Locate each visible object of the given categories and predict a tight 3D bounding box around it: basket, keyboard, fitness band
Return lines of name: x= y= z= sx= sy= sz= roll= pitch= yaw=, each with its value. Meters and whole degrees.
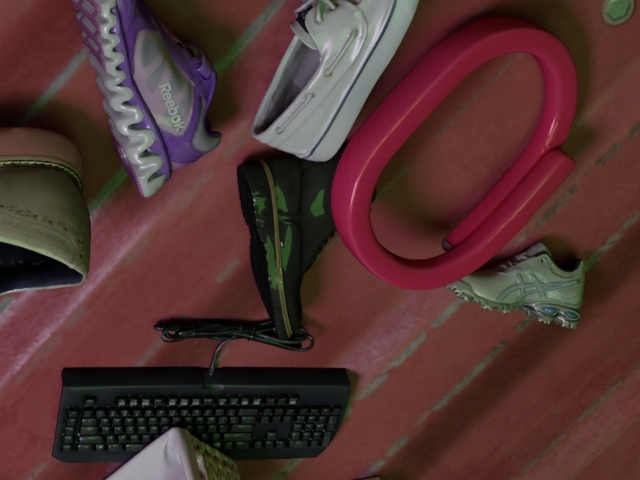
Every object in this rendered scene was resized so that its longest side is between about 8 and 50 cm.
basket: x=-0.167 y=0.299 z=1.368 sx=0.167 sy=0.113 sz=0.103 roll=-38 pitch=136 yaw=18
keyboard: x=-0.118 y=0.161 z=1.359 sx=0.317 sy=0.033 sz=0.202 roll=1 pitch=120 yaw=-20
fitness band: x=0.138 y=-0.084 z=1.249 sx=0.291 sy=0.054 sz=0.209 roll=-48 pitch=126 yaw=1

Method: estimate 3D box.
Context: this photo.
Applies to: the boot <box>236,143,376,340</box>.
boot: x=0.000 y=0.000 z=1.274 sx=0.137 sy=0.077 sz=0.198 roll=-16 pitch=126 yaw=-14

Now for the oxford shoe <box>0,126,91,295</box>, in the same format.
oxford shoe: x=-0.391 y=0.008 z=1.083 sx=0.396 sy=0.147 sz=0.140 roll=-13 pitch=149 yaw=-9

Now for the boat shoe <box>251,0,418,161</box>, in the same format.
boat shoe: x=0.015 y=-0.187 z=1.145 sx=0.084 sy=0.095 sz=0.258 roll=11 pitch=116 yaw=-29

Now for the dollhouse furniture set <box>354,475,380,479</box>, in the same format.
dollhouse furniture set: x=-0.013 y=0.368 z=1.508 sx=0.181 sy=0.101 sz=0.161 roll=-7 pitch=98 yaw=-13

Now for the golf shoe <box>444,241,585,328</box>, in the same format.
golf shoe: x=0.210 y=0.038 z=1.382 sx=0.176 sy=0.069 sz=0.086 roll=11 pitch=97 yaw=-27

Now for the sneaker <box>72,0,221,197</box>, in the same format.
sneaker: x=-0.146 y=-0.155 z=1.121 sx=0.104 sy=0.095 sz=0.236 roll=-21 pitch=130 yaw=-13
